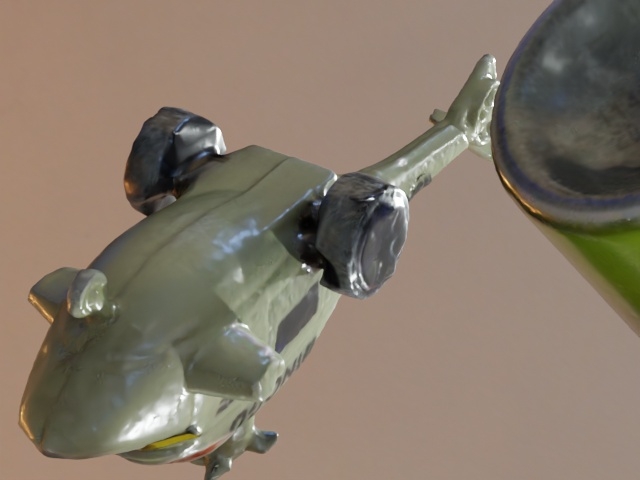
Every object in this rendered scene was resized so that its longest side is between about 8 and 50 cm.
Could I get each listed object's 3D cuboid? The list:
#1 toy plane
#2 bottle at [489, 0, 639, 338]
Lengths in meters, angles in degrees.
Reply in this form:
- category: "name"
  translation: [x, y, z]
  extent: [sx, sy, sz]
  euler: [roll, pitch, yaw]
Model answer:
- category: "toy plane"
  translation: [0.000, 0.000, 0.587]
  extent: [0.092, 0.286, 0.108]
  euler: [19, -52, 26]
- category: "bottle"
  translation: [0.172, 0.042, 0.531]
  extent: [0.093, 0.330, 0.093]
  euler: [-23, -134, 26]
